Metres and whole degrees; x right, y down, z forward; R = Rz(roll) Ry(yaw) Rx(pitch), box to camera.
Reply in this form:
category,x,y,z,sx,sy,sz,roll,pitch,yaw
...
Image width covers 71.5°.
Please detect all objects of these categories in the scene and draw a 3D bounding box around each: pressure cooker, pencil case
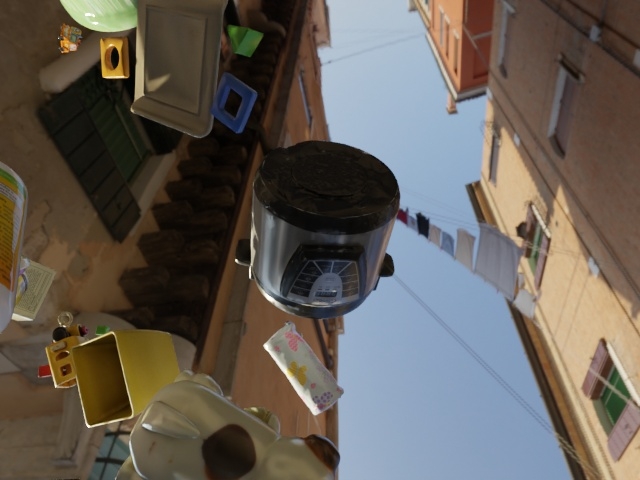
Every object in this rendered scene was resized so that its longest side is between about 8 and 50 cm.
category,x,y,z,sx,sy,sz,roll,pitch,yaw
pressure cooker,0.002,-0.004,1.179,0.369,0.421,0.375,36,-134,26
pencil case,-0.050,0.376,1.316,0.113,0.124,0.273,-41,-102,12

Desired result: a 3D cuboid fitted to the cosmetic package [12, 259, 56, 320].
category,x,y,z,sx,sy,sz,roll,pitch,yaw
cosmetic package,-0.926,0.096,1.220,0.113,0.309,0.160,-9,-124,34

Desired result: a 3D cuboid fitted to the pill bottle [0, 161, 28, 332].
category,x,y,z,sx,sy,sz,roll,pitch,yaw
pill bottle,-0.397,0.031,0.466,0.136,0.136,0.246,-16,-123,-4

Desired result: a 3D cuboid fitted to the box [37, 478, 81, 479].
category,x,y,z,sx,sy,sz,roll,pitch,yaw
box,-0.495,0.560,0.873,0.147,0.180,0.078,-14,-156,23

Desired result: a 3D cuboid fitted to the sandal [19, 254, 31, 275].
category,x,y,z,sx,sy,sz,roll,pitch,yaw
sandal,-0.606,0.140,0.615,0.169,0.102,0.416,-4,-159,30

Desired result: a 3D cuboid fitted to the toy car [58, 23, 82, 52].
category,x,y,z,sx,sy,sz,roll,pitch,yaw
toy car,-0.547,-0.460,0.984,0.040,0.060,0.122,10,-135,-24

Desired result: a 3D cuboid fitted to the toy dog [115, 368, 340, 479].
category,x,y,z,sx,sy,sz,roll,pitch,yaw
toy dog,-0.160,0.444,0.914,0.407,0.396,0.285,26,-134,2

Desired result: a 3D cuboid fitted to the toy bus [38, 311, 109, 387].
category,x,y,z,sx,sy,sz,roll,pitch,yaw
toy bus,-0.710,0.309,1.252,0.202,0.104,0.191,18,-108,6

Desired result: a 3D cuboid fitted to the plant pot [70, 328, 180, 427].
category,x,y,z,sx,sy,sz,roll,pitch,yaw
plant pot,-0.505,0.349,1.195,0.212,0.212,0.187,-22,170,30

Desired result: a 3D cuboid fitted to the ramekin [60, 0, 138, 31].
category,x,y,z,sx,sy,sz,roll,pitch,yaw
ramekin,-0.358,-0.529,0.747,0.303,0.148,0.304,-4,-106,13

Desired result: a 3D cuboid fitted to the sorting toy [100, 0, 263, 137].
category,x,y,z,sx,sy,sz,roll,pitch,yaw
sorting toy,-0.215,-0.276,0.684,0.347,0.196,0.047,25,-158,27

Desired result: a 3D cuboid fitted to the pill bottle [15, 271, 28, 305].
category,x,y,z,sx,sy,sz,roll,pitch,yaw
pill bottle,-0.722,0.134,0.943,0.119,0.119,0.209,-16,-151,-4
